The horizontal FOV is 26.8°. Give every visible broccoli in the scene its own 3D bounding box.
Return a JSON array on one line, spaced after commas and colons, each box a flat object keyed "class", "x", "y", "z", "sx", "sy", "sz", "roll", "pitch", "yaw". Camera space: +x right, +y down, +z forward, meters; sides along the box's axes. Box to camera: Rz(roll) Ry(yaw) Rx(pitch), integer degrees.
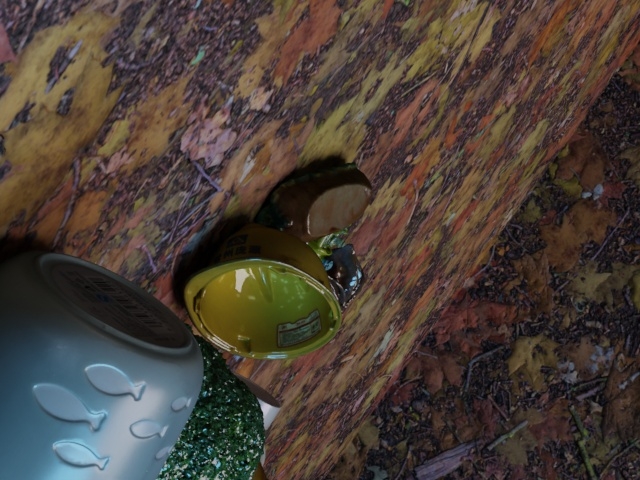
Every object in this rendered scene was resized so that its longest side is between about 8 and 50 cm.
[{"class": "broccoli", "x": -0.211, "y": 0.237, "z": 1.725, "sx": 0.308, "sy": 0.275, "sz": 0.308, "roll": -6, "pitch": 90, "yaw": -73}]

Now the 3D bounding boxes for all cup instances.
[{"class": "cup", "x": -0.306, "y": 0.156, "z": 1.315, "sx": 0.356, "sy": 0.259, "sz": 0.274, "roll": 24, "pitch": 102, "yaw": -43}]

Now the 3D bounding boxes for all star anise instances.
[{"class": "star anise", "x": -0.002, "y": 0.110, "z": 2.362, "sx": 0.236, "sy": 0.093, "sz": 0.229, "roll": -59, "pitch": 170, "yaw": 30}]

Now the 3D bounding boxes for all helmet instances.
[{"class": "helmet", "x": -0.081, "y": 0.050, "z": 1.882, "sx": 0.257, "sy": 0.205, "sz": 0.140, "roll": 54, "pitch": 26, "yaw": -46}]

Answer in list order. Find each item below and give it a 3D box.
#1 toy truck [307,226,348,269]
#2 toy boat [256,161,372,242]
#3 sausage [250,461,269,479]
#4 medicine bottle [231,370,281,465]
[{"class": "toy truck", "x": 0.000, "y": 0.000, "z": 2.137, "sx": 0.111, "sy": 0.077, "sz": 0.076, "roll": -57, "pitch": 164, "yaw": 10}, {"class": "toy boat", "x": 0.017, "y": -0.064, "z": 2.028, "sx": 0.293, "sy": 0.099, "sz": 0.108, "roll": -29, "pitch": 125, "yaw": -56}, {"class": "sausage", "x": -0.147, "y": 0.373, "z": 2.041, "sx": 0.136, "sy": 0.123, "sz": 0.501, "roll": -34, "pitch": 128, "yaw": -21}, {"class": "medicine bottle", "x": -0.188, "y": 0.362, "z": 2.187, "sx": 0.296, "sy": 0.161, "sz": 0.111, "roll": -54, "pitch": 168, "yaw": 2}]
